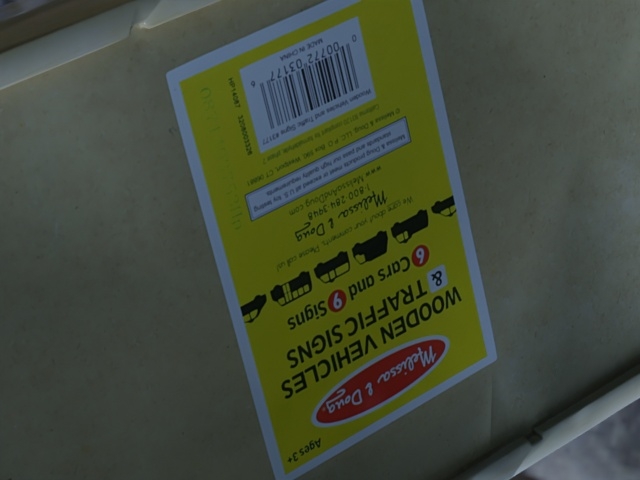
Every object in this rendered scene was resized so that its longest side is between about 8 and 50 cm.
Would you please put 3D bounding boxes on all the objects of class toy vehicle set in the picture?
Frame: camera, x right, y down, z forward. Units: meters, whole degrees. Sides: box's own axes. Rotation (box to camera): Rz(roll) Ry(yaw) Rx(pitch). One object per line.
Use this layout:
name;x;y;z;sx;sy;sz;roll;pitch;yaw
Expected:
toy vehicle set;0.000;0.000;0.485;0.035;0.267;0.166;19;129;52
